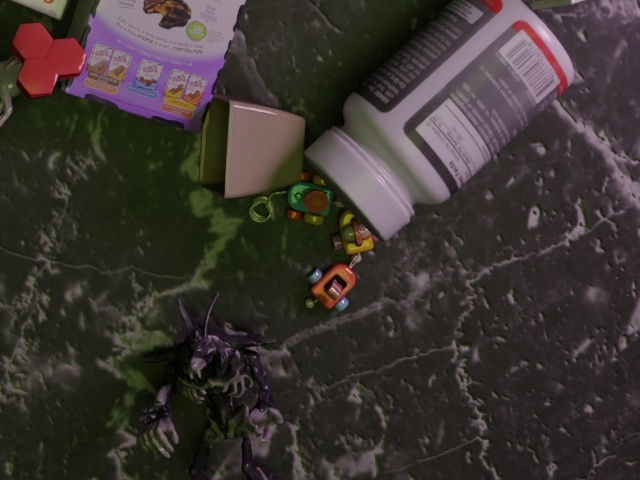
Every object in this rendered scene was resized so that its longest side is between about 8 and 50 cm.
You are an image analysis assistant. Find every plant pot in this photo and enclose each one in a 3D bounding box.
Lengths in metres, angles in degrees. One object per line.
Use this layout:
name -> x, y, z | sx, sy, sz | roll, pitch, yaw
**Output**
plant pot -> -0.075, -0.107, 1.891 | 0.096, 0.109, 0.109 | 0, 100, -20

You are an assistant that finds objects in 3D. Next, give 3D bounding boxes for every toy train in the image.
toy train -> 0.000, 0.000, 1.943 | 0.125, 0.046, 0.166 | -39, 102, 1

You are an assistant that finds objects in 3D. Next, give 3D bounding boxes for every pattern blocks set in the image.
pattern blocks set -> -0.435, -0.206, 1.722 | 0.325, 0.026, 0.285 | -34, 91, -20

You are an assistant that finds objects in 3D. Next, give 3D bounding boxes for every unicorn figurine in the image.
unicorn figurine -> -0.360, -0.173, 1.860 | 0.161, 0.060, 0.111 | 21, 86, -4

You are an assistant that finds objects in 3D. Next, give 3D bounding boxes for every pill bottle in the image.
pill bottle -> 0.128, -0.142, 1.864 | 0.283, 0.161, 0.161 | -42, 102, -3

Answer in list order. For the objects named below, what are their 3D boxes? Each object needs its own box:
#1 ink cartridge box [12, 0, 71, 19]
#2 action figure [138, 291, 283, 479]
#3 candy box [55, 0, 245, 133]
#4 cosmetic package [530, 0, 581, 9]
ink cartridge box -> -0.310, -0.352, 1.826 | 0.139, 0.082, 0.191 | 21, 96, -10
action figure -> -0.117, 0.206, 1.921 | 0.164, 0.141, 0.276 | -12, 103, 7
candy box -> -0.183, -0.237, 1.848 | 0.164, 0.070, 0.196 | 17, 98, -25
cosmetic package -> 0.317, -0.325, 1.846 | 0.239, 0.060, 0.099 | -23, 108, -43
